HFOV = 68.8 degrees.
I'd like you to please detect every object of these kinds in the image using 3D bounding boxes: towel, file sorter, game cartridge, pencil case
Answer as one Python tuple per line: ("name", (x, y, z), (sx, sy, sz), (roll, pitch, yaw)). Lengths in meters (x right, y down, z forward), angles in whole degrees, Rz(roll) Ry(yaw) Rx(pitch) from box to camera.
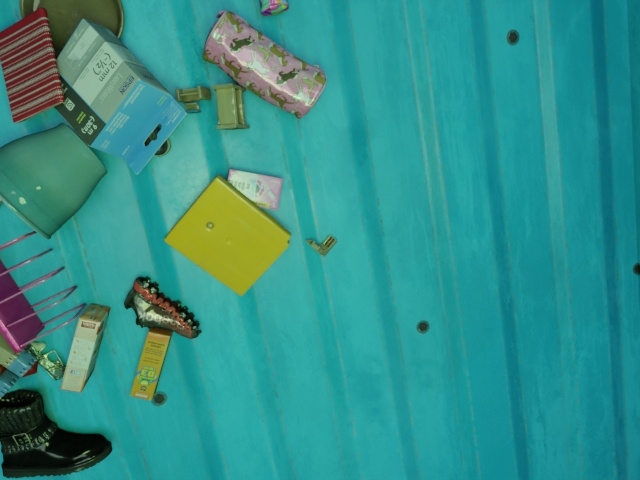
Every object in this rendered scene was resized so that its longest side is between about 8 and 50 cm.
("towel", (-0.806, -0.484, 1.300), (0.198, 0.031, 0.275), (-15, 87, 21))
("file sorter", (-0.859, 0.135, 1.382), (0.182, 0.202, 0.291), (-27, 104, -9))
("game cartridge", (-0.296, -0.009, 1.531), (0.323, 0.053, 0.285), (39, 105, -18))
("pencil case", (-0.170, -0.821, 1.434), (0.104, 0.104, 0.237), (-19, 104, -9))
("pencil case", (-0.173, -0.543, 1.450), (0.385, 0.160, 0.167), (28, 50, -15))

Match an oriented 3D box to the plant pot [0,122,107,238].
("plant pot", (-0.769, -0.187, 1.328), (0.255, 0.271, 0.272), (-44, 106, -17))

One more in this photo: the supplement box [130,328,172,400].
("supplement box", (-0.563, 0.407, 1.559), (0.077, 0.080, 0.234), (16, 98, -13))

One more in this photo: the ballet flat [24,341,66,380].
("ballet flat", (-0.889, 0.365, 1.493), (0.070, 0.070, 0.188), (-40, 107, -4))

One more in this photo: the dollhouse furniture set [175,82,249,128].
("dollhouse furniture set", (-0.334, -0.412, 1.467), (0.183, 0.129, 0.130), (-2, 101, 12))

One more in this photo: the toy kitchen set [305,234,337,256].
("toy kitchen set", (0.000, 0.000, 1.628), (0.068, 0.083, 0.075), (40, 88, 26))

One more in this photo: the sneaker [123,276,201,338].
("sneaker", (-0.523, 0.246, 1.531), (0.276, 0.097, 0.135), (42, 88, -14))

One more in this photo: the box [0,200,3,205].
("box", (-1.048, -0.105, 1.383), (0.145, 0.038, 0.186), (36, 91, -16))

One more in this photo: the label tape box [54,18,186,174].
("label tape box", (-0.587, -0.394, 1.314), (0.249, 0.115, 0.348), (-44, 84, 16))

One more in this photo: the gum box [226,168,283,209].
("gum box", (-0.227, -0.170, 1.546), (0.188, 0.062, 0.107), (9, 97, -14))

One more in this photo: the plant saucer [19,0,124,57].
("plant saucer", (-0.718, -0.663, 1.364), (0.277, 0.041, 0.278), (-2, 100, -13))

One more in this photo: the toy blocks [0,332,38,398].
("toy blocks", (-1.021, 0.378, 1.395), (0.381, 0.191, 0.261), (-42, 107, 11))

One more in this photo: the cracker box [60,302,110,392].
("cracker box", (-0.733, 0.332, 1.466), (0.067, 0.155, 0.233), (15, 96, -15))

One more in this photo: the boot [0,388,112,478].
("boot", (-0.863, 0.606, 1.495), (0.347, 0.131, 0.261), (-4, 100, -12))

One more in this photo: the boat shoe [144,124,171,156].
("boat shoe", (-0.564, -0.381, 1.418), (0.102, 0.092, 0.285), (-35, 105, -5))
